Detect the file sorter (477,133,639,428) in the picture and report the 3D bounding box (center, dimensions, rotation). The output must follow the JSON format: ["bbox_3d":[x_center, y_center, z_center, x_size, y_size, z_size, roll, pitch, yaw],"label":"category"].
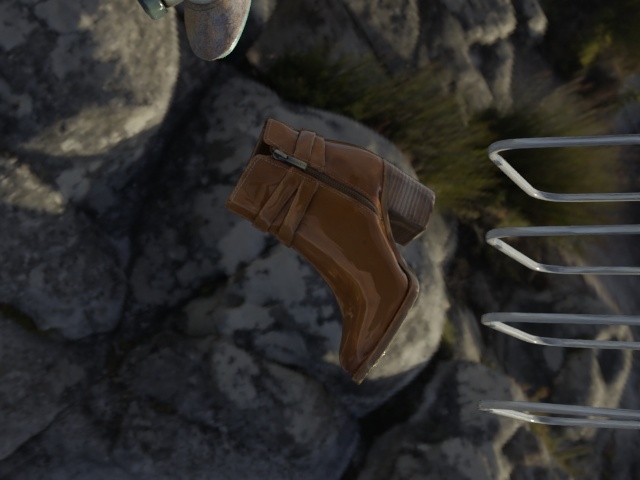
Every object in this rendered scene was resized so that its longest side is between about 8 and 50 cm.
[{"bbox_3d":[0.223,0.072,0.800,0.193,0.173,0.278,24,67,-62],"label":"file sorter"}]

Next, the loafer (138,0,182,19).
[{"bbox_3d":[-0.215,-0.372,1.159,0.268,0.084,0.096,60,2,7],"label":"loafer"}]

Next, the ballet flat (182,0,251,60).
[{"bbox_3d":[-0.140,-0.401,1.395,0.106,0.107,0.316,29,68,-61],"label":"ballet flat"}]

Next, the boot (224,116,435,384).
[{"bbox_3d":[0.000,0.000,1.143,0.220,0.109,0.284,25,59,-11],"label":"boot"}]
